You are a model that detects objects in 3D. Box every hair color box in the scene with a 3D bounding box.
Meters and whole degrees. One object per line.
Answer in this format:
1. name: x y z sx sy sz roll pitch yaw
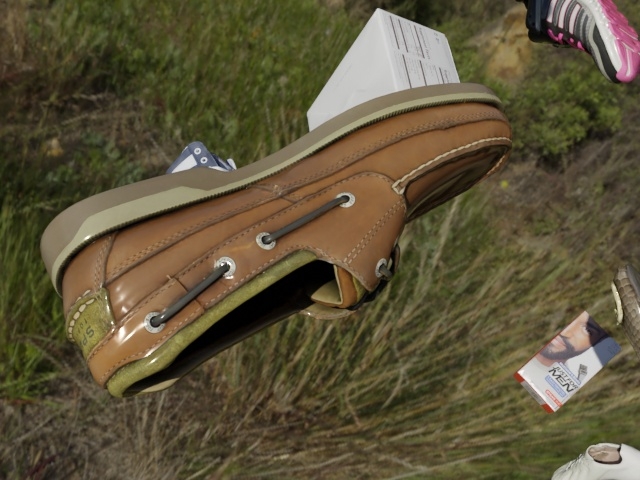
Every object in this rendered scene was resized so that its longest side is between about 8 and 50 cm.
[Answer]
1. hair color box: 0.437 0.216 1.323 0.167 0.053 0.093 -40 75 -9

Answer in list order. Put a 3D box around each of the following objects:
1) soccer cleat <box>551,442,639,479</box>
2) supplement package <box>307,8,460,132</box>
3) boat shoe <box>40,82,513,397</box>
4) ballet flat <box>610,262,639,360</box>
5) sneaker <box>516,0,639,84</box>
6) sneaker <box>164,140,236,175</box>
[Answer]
1. soccer cleat: 0.443 0.365 1.210 0.076 0.196 0.068 40 52 -10
2. supplement package: 0.107 -0.220 1.295 0.145 0.262 0.204 12 51 -26
3. boat shoe: 0.000 0.000 0.451 0.307 0.111 0.104 -23 64 -17
4. ballet flat: 0.339 0.142 0.750 0.084 0.058 0.250 -36 102 -57
5. sneaker: 0.237 -0.200 0.701 0.063 0.075 0.170 11 49 -42
6. sneaker: -0.090 -0.059 0.973 0.099 0.282 0.153 31 53 -63
